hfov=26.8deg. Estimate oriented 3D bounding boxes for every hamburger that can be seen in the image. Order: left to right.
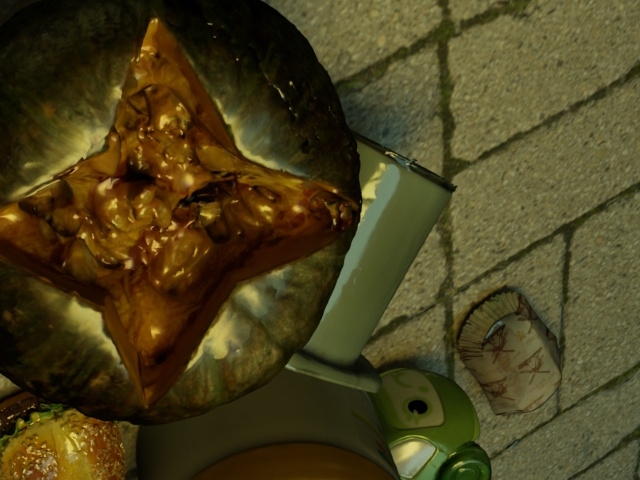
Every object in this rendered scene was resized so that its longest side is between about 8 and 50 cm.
[{"bbox_3d":[-0.228,0.201,1.150,0.137,0.087,0.165,-20,134,-28],"label":"hamburger"}]

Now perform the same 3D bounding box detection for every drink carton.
[{"bbox_3d":[0.000,0.000,1.132,0.191,0.185,0.189,23,94,-50],"label":"drink carton"}]

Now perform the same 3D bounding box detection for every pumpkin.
[{"bbox_3d":[-0.120,-0.028,0.930,0.321,0.192,0.320,-3,102,-16],"label":"pumpkin"}]

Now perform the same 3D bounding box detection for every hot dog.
[{"bbox_3d":[0.214,0.129,1.509,0.108,0.059,0.191,-43,138,-7],"label":"hot dog"}]

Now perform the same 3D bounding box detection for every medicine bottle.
[{"bbox_3d":[-0.040,0.244,1.186,0.238,0.232,0.237,-4,118,-8],"label":"medicine bottle"}]

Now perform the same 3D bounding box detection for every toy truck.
[{"bbox_3d":[0.050,0.215,1.381,0.211,0.148,0.187,17,116,-26],"label":"toy truck"}]
